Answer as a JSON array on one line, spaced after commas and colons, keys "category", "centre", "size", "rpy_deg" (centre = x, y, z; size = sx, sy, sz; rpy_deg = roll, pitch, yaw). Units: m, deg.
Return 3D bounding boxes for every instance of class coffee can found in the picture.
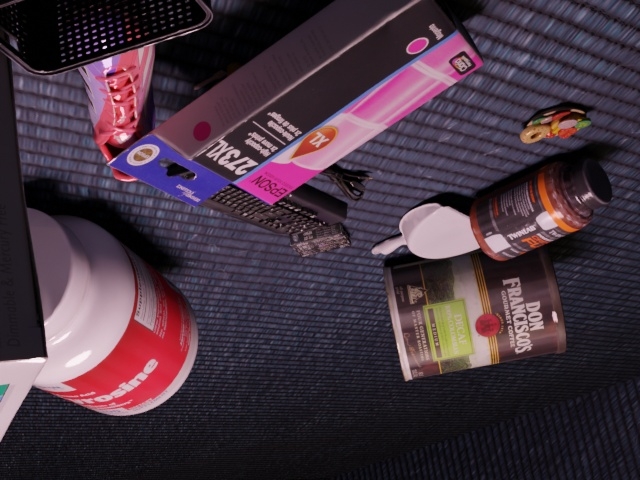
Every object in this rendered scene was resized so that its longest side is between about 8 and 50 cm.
[{"category": "coffee can", "centre": [0.259, 0.116, 1.913], "size": [0.275, 0.201, 0.201], "rpy_deg": [-11, 160, 5]}]

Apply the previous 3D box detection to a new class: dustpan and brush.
[{"category": "dustpan and brush", "centre": [0.160, -0.007, 1.762], "size": [0.147, 0.060, 0.211], "rpy_deg": [23, 137, -38]}]

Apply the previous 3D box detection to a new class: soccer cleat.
[{"category": "soccer cleat", "centre": [-0.203, -0.146, 1.129], "size": [0.083, 0.095, 0.248], "rpy_deg": [-7, 160, -8]}]

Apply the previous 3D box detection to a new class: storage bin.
[{"category": "storage bin", "centre": [-0.194, -0.220, 0.949], "size": [0.180, 0.084, 0.122], "rpy_deg": [-16, 159, 13]}]

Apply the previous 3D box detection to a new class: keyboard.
[{"category": "keyboard", "centre": [-0.057, -0.066, 1.517], "size": [0.201, 0.033, 0.317], "rpy_deg": [-21, 158, 28]}]

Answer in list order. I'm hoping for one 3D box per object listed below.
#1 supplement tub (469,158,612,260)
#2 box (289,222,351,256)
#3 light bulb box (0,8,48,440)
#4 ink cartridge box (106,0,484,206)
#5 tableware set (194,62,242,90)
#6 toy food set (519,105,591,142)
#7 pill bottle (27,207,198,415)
[{"category": "supplement tub", "centre": [0.319, -0.049, 1.630], "size": [0.106, 0.106, 0.198], "rpy_deg": [10, 152, -43]}, {"category": "box", "centre": [0.000, 0.000, 1.740], "size": [0.083, 0.018, 0.067], "rpy_deg": [-14, 160, 11]}, {"category": "light bulb box", "centre": [-0.410, 0.003, 1.056], "size": [0.225, 0.358, 0.361], "rpy_deg": [-3, 160, -24]}, {"category": "ink cartridge box", "centre": [-0.023, -0.135, 1.164], "size": [0.371, 0.069, 0.176], "rpy_deg": [-31, 155, 16]}, {"category": "tableware set", "centre": [-0.056, -0.163, 1.259], "size": [0.104, 0.024, 0.154], "rpy_deg": [-24, 156, 33]}, {"category": "toy food set", "centre": [0.307, -0.151, 1.468], "size": [0.083, 0.020, 0.082], "rpy_deg": [0, 158, -25]}, {"category": "pill bottle", "centre": [-0.335, 0.100, 1.550], "size": [0.229, 0.229, 0.407], "rpy_deg": [-13, 160, 9]}]
